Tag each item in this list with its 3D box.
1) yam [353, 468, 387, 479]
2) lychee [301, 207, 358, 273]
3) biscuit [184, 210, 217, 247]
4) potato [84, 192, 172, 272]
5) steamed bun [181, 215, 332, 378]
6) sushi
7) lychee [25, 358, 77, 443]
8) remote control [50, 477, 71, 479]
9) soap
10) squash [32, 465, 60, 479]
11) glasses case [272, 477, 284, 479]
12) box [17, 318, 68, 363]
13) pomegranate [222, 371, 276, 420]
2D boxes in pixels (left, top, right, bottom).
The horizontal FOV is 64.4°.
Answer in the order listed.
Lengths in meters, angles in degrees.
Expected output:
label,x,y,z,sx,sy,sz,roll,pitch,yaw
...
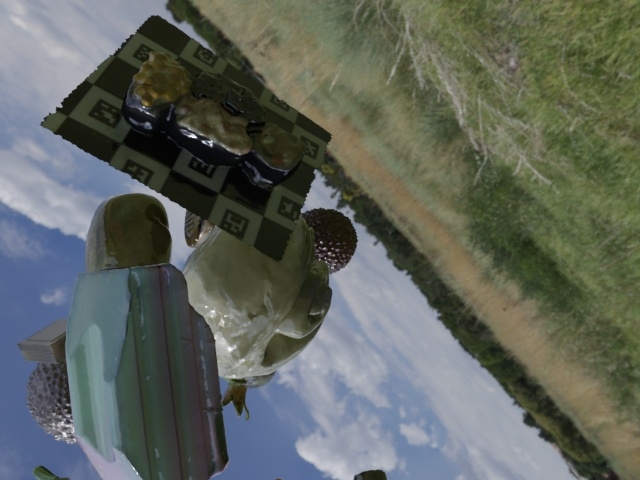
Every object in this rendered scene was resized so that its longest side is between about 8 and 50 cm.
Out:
label,x,y,z,sx,sy,sz,roll,pitch,yaw
yam,0.079,0.560,0.795,0.083,0.083,0.371,39,-142,-35
lychee,0.000,0.000,1.308,0.188,0.188,0.188,44,-172,-8
biscuit,-0.315,-0.101,1.405,0.079,0.259,0.259,11,-155,-28
potato,-0.514,0.033,1.372,0.243,0.221,0.326,139,129,-67
steamed bun,-0.093,0.093,1.010,0.339,0.247,0.352,-65,-36,-56
sushi,-0.086,-0.114,0.446,0.215,0.050,0.192,31,-132,-14
lychee,-0.645,0.397,1.385,0.300,0.300,0.300,44,-172,-8
remote control,-0.604,0.536,0.960,0.313,0.055,0.109,24,-142,-60
soap,-0.237,0.194,0.701,0.193,0.109,0.324,-10,-86,-63
squash,-0.602,0.520,1.116,0.089,0.027,0.027,8,166,32
glasses case,-0.064,0.594,1.147,0.073,0.049,0.194,45,162,48
box,-0.413,0.156,0.796,0.079,0.083,0.035,-42,-57,-56
pomegranate,-0.179,0.309,1.206,0.156,0.156,0.220,39,-143,-36
